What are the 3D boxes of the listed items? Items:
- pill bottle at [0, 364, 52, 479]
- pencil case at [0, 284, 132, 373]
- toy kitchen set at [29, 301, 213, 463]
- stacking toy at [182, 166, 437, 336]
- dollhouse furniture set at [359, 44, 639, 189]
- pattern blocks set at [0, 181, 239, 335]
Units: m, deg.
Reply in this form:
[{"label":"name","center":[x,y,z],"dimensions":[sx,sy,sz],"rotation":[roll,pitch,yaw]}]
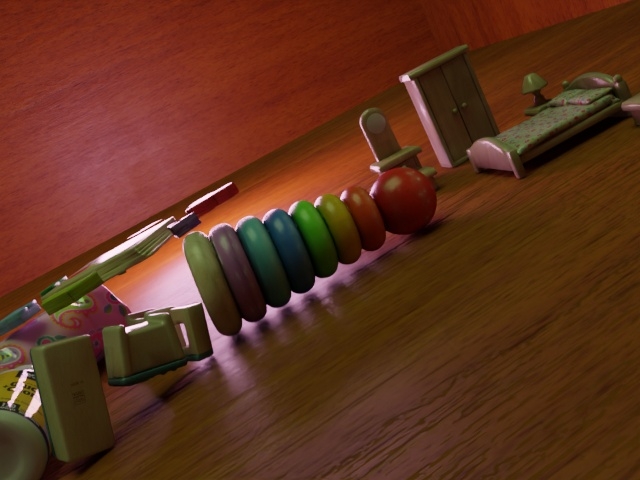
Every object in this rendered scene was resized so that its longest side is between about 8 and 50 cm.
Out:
[{"label":"pill bottle","center":[-0.347,0.206,0.762],"dimensions":[0.103,0.103,0.184],"rotation":[-28,14,-6]},{"label":"pencil case","center":[-0.400,0.166,0.963],"dimensions":[0.124,0.124,0.284],"rotation":[-16,18,36]},{"label":"toy kitchen set","center":[-0.242,0.158,0.797],"dimensions":[0.207,0.122,0.166],"rotation":[-13,1,-41]},{"label":"stacking toy","center":[0.000,0.000,0.867],"dimensions":[0.331,0.141,0.141],"rotation":[-22,13,-8]},{"label":"dollhouse furniture set","center":[0.243,-0.190,0.971],"dimensions":[0.303,0.173,0.355],"rotation":[-29,14,-8]},{"label":"pattern blocks set","center":[-0.283,0.030,0.933],"dimensions":[0.325,0.026,0.285],"rotation":[-24,13,27]}]
